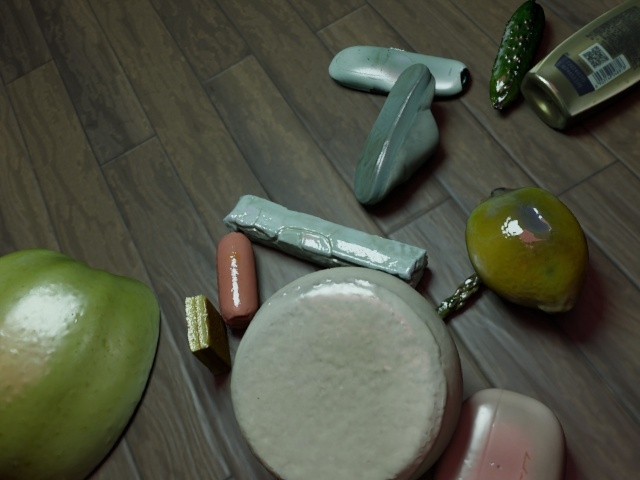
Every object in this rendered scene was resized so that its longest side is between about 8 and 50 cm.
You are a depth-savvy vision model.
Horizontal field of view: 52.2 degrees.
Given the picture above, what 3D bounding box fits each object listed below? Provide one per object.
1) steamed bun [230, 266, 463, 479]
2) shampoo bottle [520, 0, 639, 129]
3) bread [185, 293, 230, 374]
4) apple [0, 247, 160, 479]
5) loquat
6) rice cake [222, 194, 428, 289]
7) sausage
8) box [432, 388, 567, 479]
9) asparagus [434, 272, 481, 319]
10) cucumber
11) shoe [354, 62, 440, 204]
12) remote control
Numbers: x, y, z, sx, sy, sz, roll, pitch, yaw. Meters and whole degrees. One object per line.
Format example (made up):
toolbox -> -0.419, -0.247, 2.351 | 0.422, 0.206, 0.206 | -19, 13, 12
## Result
steamed bun -> 0.037, 0.173, 0.820 | 0.282, 0.177, 0.283 | -1, 86, 16
shampoo bottle -> 0.491, -0.312, 1.041 | 0.350, 0.084, 0.126 | -35, 76, -7
bread -> -0.164, 0.138, 0.953 | 0.035, 0.094, 0.090 | -16, 56, 4
apple -> -0.447, 0.178, 1.009 | 0.320, 0.311, 0.361 | 35, 70, -19
loquat -> 0.281, 0.013, 0.882 | 0.152, 0.152, 0.195 | -25, 67, 0
rice cake -> 0.000, 0.000, 1.009 | 0.336, 0.063, 0.066 | 16, 57, 24
sausage -> -0.129, 0.059, 1.007 | 0.062, 0.062, 0.154 | -13, 58, 7
box -> 0.212, 0.278, 0.778 | 0.145, 0.088, 0.200 | 15, 65, 20
asparagus -> 0.140, 0.117, 0.925 | 0.236, 0.027, 0.034 | -32, 69, -4
cucumber -> 0.328, -0.310, 1.098 | 0.069, 0.069, 0.228 | 15, 71, 22
shoe -> 0.136, -0.160, 1.053 | 0.100, 0.103, 0.251 | 26, 80, -20
remote control -> 0.135, -0.302, 1.154 | 0.256, 0.045, 0.098 | 11, 65, 17
